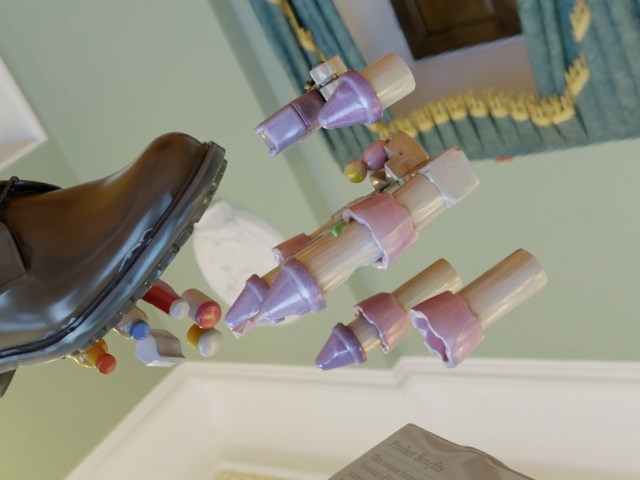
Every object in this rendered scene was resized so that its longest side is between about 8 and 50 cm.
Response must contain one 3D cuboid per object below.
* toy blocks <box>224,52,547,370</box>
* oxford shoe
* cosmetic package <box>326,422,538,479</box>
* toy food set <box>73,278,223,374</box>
[{"bbox_3d":[0.000,0.000,0.905,0.260,0.308,0.288,-34,-177,-11],"label":"toy blocks"},{"bbox_3d":[-0.141,0.007,0.422,0.227,0.096,0.082,-30,-155,25],"label":"oxford shoe"},{"bbox_3d":[0.078,0.444,0.890,0.394,0.327,0.329,-31,-169,-17],"label":"cosmetic package"},{"bbox_3d":[-0.200,0.115,1.147,0.232,0.111,0.105,12,-170,-43],"label":"toy food set"}]
